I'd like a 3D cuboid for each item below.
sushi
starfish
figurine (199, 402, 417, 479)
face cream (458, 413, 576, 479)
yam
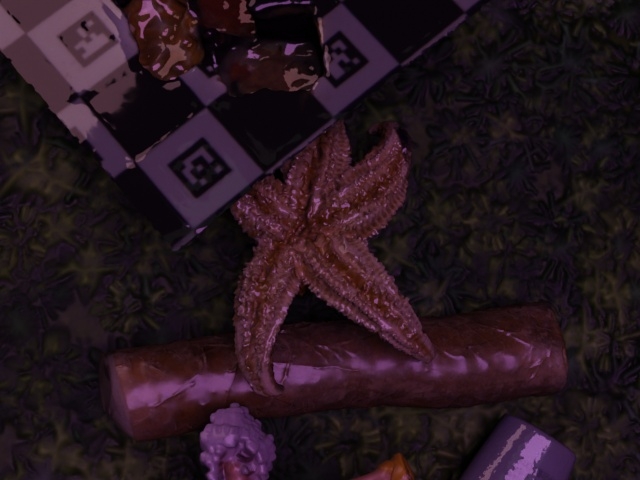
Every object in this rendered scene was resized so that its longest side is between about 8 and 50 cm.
[{"bbox_3d":[-0.073,-0.219,0.716,0.359,0.064,0.343,-40,79,-10],"label":"sushi"},{"bbox_3d":[0.000,0.000,0.682,0.215,0.071,0.238,23,68,12],"label":"starfish"},{"bbox_3d":[-0.042,0.215,0.643,0.240,0.116,0.175,-33,120,-5],"label":"figurine"},{"bbox_3d":[0.123,0.235,0.733,0.084,0.057,0.198,35,80,-7],"label":"face cream"},{"bbox_3d":[0.017,0.098,0.712,0.356,0.081,0.081,-5,86,-12],"label":"yam"}]
